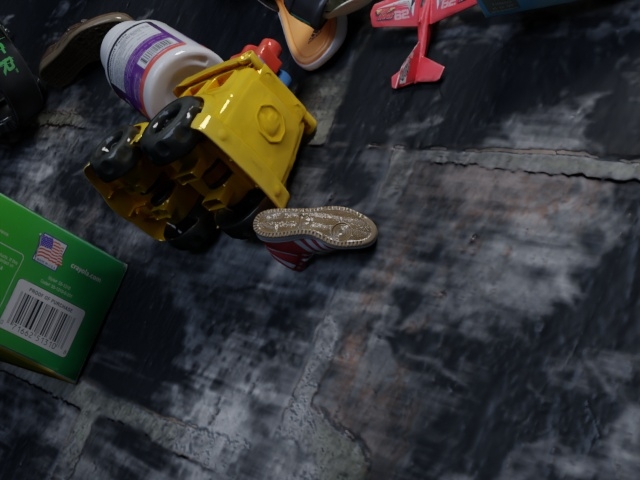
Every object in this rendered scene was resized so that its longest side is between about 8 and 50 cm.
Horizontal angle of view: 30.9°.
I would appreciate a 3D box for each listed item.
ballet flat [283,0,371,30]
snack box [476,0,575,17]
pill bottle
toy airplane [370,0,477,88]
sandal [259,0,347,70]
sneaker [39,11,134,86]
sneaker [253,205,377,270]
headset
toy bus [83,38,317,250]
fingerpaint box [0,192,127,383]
[{"bbox_3d":[0.054,-0.292,1.216,0.203,0.074,0.074,-38,40,-2],"label":"ballet flat"},{"bbox_3d":[0.242,-0.361,1.047,0.187,0.060,0.321,-5,61,30],"label":"snack box"},{"bbox_3d":[-0.192,-0.202,1.380,0.108,0.108,0.193,-55,38,3],"label":"pill bottle"},{"bbox_3d":[0.104,-0.209,1.139,0.151,0.028,0.151,-27,47,34],"label":"toy airplane"},{"bbox_3d":[-0.034,-0.300,1.305,0.102,0.076,0.265,-39,42,20],"label":"sandal"},{"bbox_3d":[-0.326,-0.283,1.607,0.188,0.066,0.071,-22,49,35],"label":"sneaker"},{"bbox_3d":[0.000,0.000,1.105,0.119,0.067,0.042,5,62,15],"label":"sneaker"},{"bbox_3d":[-0.492,-0.281,1.677,0.185,0.243,0.394,-42,16,-20],"label":"headset"},{"bbox_3d":[-0.116,-0.116,1.230,0.220,0.149,0.211,-13,43,44],"label":"toy bus"},{"bbox_3d":[-0.510,-0.016,1.319,0.371,0.445,0.163,5,68,48],"label":"fingerpaint box"}]
